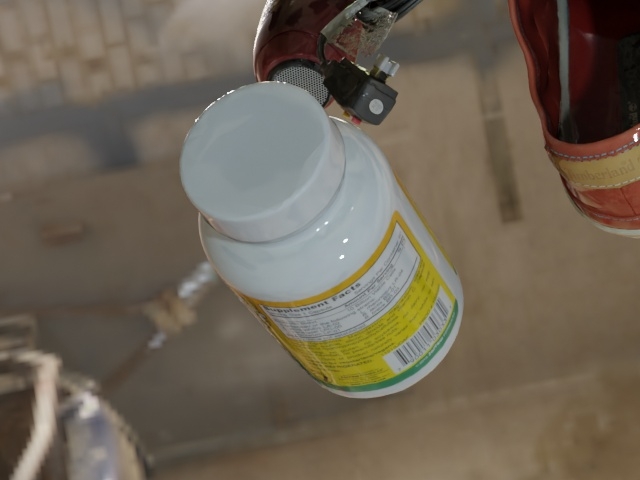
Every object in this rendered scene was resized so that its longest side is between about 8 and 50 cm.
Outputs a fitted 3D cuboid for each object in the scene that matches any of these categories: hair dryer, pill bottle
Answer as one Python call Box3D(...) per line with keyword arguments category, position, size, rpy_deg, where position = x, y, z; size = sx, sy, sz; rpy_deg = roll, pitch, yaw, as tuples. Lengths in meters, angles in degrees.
Box3D(category="hair dryer", position=(0.047, -0.179, 1.373), size=(0.080, 0.223, 0.293), rpy_deg=(53, -13, -30))
Box3D(category="pill bottle", position=(0.000, 0.000, 1.047), size=(0.208, 0.118, 0.117), rpy_deg=(53, 23, -55))

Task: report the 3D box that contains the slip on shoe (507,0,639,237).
Box3D(category="slip on shoe", position=(0.147, -0.168, 0.925), size=(0.101, 0.123, 0.331), rpy_deg=(32, 53, -58))
